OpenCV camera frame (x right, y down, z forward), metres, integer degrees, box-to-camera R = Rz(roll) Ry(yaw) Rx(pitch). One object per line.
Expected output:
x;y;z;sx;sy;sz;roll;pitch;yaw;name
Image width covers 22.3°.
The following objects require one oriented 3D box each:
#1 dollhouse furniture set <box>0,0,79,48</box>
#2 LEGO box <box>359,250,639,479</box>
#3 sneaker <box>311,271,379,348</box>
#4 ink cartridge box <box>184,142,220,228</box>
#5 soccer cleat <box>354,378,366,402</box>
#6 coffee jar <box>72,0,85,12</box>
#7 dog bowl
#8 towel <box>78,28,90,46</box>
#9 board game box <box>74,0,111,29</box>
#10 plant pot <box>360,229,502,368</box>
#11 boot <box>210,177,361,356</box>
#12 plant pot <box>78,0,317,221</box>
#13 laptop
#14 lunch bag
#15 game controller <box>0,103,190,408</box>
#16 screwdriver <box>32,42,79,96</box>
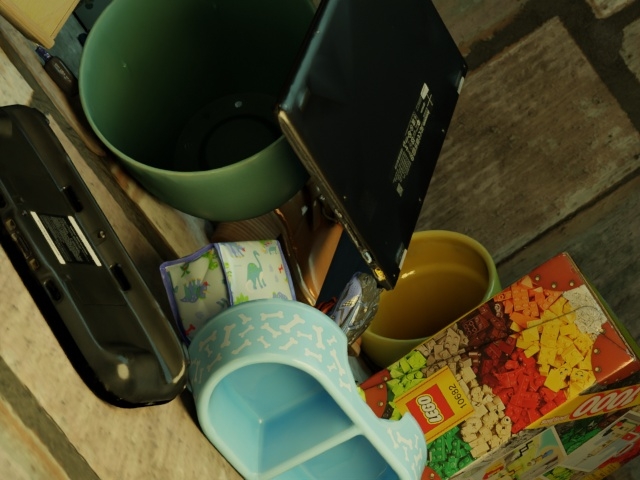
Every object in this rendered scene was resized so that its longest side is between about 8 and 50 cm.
-0.365;-0.341;1.816;0.242;0.161;0.212;26;-10;34;dollhouse furniture set
0.310;0.252;2.430;0.193;0.372;0.500;59;10;25;LEGO box
-0.019;0.106;1.756;0.087;0.221;0.083;44;31;3;sneaker
-0.091;-0.043;2.292;0.235;0.088;0.193;51;10;-24;ink cartridge box
0.018;0.243;1.882;0.289;0.093;0.121;-113;-163;-73;soccer cleat
-0.365;-0.371;2.037;0.184;0.079;0.096;57;8;17;coffee jar
-0.011;0.190;1.598;0.297;0.166;0.074;51;20;-27;dog bowl
-0.274;-0.229;2.172;0.119;0.029;0.067;57;7;9;towel
-0.282;-0.336;2.329;0.303;0.097;0.224;55;8;-11;board game box
0.190;0.153;2.668;0.254;0.254;0.239;-115;-178;-50;plant pot
0.000;0.000;2.185;0.283;0.220;0.109;44;-28;-18;boot
-0.119;-0.156;1.960;0.293;0.293;0.235;59;-5;26;plant pot
0.009;-0.101;1.887;0.408;0.236;0.382;57;37;-33;laptop
-0.086;0.082;1.684;0.129;0.096;0.151;-6;75;-59;lunch bag
-0.228;0.009;1.444;0.319;0.067;0.166;57;23;13;game controller
-0.339;-0.233;1.886;0.170;0.025;0.024;46;10;-6;screwdriver
